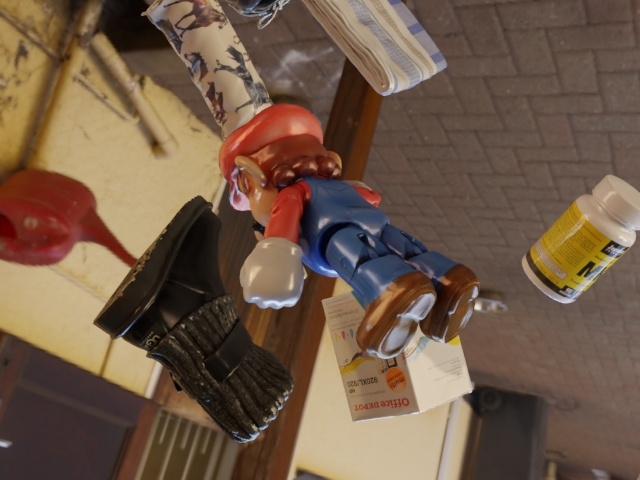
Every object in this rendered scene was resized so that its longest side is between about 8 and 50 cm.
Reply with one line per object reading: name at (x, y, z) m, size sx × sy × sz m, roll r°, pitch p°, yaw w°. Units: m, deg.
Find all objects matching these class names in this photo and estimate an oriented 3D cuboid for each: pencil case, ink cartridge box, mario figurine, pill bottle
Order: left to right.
pencil case at (-0.268, -0.441, 1.790) m, size 0.183 × 0.160 × 0.411 m, roll -12°, pitch 116°, yaw 44°
mario figurine at (0.000, 0.000, 0.715) m, size 0.320 × 0.170 × 0.198 m, roll 46°, pitch 179°, yaw 36°
ink cartridge box at (0.140, 0.193, 1.305) m, size 0.168 × 0.233 × 0.171 m, roll -7°, pitch 170°, yaw -44°
pill bottle at (0.452, -0.002, 1.206) m, size 0.119 × 0.119 × 0.209 m, roll 23°, pitch 123°, yaw -19°

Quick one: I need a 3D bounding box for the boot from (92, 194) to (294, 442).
boot at (-0.149, 0.102, 1.009) m, size 0.260 × 0.348 × 0.131 m, roll 40°, pitch 117°, yaw -13°

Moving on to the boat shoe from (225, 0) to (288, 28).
boat shoe at (-0.102, -0.417, 1.166) m, size 0.105 × 0.113 × 0.306 m, roll 43°, pitch -168°, yaw -9°

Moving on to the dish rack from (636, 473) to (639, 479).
dish rack at (0.360, 0.139, 0.519) m, size 0.072 × 0.333 × 0.285 m, roll 36°, pitch 160°, yaw 6°

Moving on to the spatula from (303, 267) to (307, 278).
spatula at (-0.015, -0.025, 1.293) m, size 0.168 × 0.242 × 0.019 m, roll 1°, pitch 134°, yaw -32°

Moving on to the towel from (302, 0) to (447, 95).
towel at (0.077, -0.303, 0.982) m, size 0.034 × 0.285 × 0.209 m, roll -39°, pitch 89°, yaw 31°
